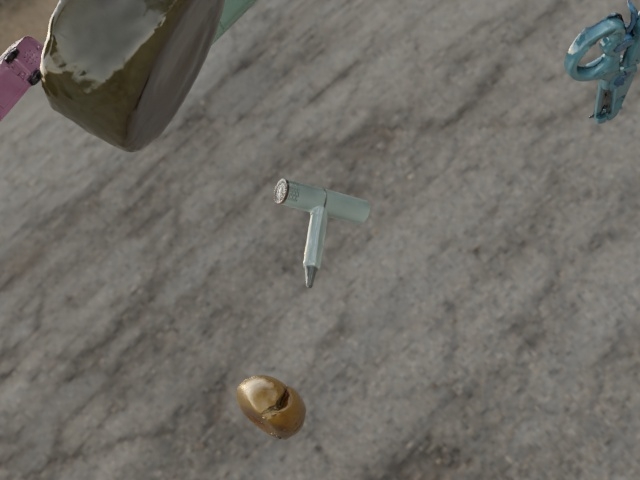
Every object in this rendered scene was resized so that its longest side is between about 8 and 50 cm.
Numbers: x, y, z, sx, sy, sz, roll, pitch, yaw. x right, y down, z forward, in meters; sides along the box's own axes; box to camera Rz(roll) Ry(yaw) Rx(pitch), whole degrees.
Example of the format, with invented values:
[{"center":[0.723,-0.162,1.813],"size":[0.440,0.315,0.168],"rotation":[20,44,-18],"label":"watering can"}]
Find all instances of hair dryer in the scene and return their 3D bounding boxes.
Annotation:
[{"center":[0.007,0.003,1.671],"size":[0.044,0.155,0.183],"rotation":[-39,47,50],"label":"hair dryer"}]

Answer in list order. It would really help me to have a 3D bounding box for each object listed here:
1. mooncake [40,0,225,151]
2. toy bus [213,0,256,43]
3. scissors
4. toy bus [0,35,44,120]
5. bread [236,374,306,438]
[{"center":[-0.251,-0.272,1.463],"size":[0.284,0.155,0.284],"rotation":[-59,-5,-8],"label":"mooncake"},{"center":[-0.164,-0.435,1.772],"size":[0.271,0.133,0.165],"rotation":[-47,46,-11],"label":"toy bus"},{"center":[0.429,-0.245,1.591],"size":[0.180,0.032,0.393],"rotation":[-26,-18,1],"label":"scissors"},{"center":[-0.477,-0.208,1.599],"size":[0.090,0.063,0.203],"rotation":[-5,46,57],"label":"toy bus"},{"center":[-0.072,0.249,1.661],"size":[0.077,0.114,0.189],"rotation":[-42,-1,-18],"label":"bread"}]
